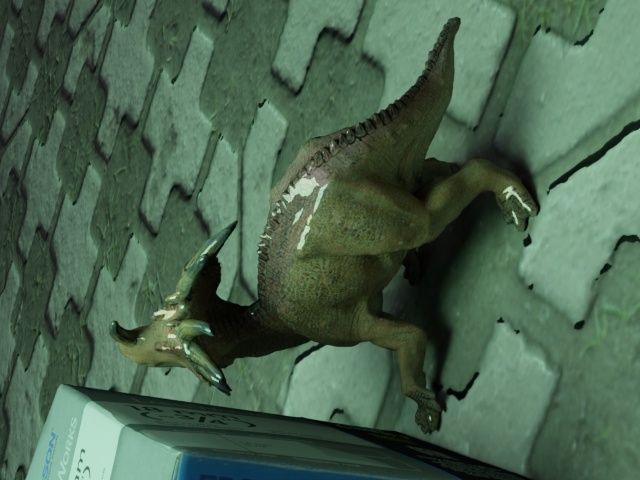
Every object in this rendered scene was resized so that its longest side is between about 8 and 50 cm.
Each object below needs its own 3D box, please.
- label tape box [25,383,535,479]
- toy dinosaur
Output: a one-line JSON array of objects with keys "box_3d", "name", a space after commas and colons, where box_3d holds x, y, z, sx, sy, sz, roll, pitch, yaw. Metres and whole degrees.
[{"box_3d": [-0.040, 0.157, 0.847, 0.334, 0.241, 0.106, 6, 85, 65], "name": "label tape box"}, {"box_3d": [0.000, 0.000, 0.879, 0.295, 0.200, 0.127, -66, 28, 24], "name": "toy dinosaur"}]
